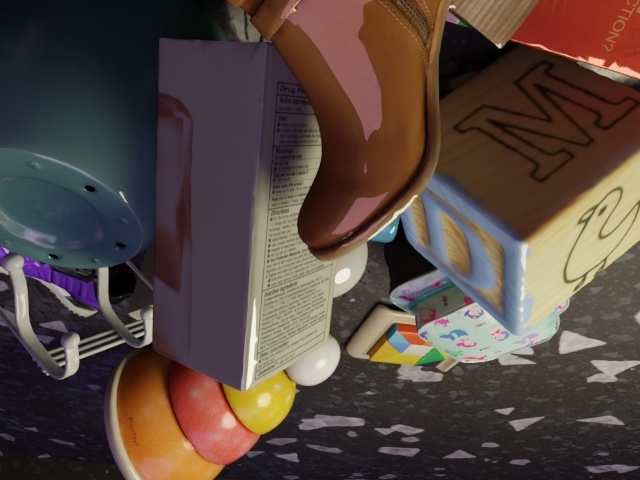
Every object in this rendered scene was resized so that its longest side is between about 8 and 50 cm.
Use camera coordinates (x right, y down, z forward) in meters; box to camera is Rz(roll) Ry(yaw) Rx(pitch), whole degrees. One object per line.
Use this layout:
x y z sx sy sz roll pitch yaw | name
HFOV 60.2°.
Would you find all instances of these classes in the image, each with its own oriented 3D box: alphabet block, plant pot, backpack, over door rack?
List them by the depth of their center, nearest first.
-0.250 -0.114 0.583 0.293 0.235 0.293 3 144 3 | plant pot
0.211 -0.055 0.585 0.197 0.193 0.192 -37 143 -9 | alphabet block
-0.327 0.024 0.714 0.324 0.239 0.108 30 110 22 | over door rack
0.244 0.069 0.826 0.225 0.191 0.253 -28 141 25 | backpack

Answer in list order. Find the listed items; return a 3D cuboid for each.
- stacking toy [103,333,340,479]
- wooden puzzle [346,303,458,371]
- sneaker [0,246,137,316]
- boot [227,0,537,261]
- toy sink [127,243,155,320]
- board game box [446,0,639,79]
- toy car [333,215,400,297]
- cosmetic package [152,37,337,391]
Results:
-0.172 0.326 1.180 0.480 0.350 0.350 -24 137 12 | stacking toy
0.196 0.216 1.149 0.239 0.044 0.221 13 144 -10 | wooden puzzle
-0.418 0.025 0.922 0.146 0.102 0.293 -13 146 18 | sneaker
-0.001 -0.134 0.375 0.220 0.109 0.283 24 115 -25 | boot
-0.176 0.094 0.934 0.131 0.152 0.234 -20 136 30 | toy sink
0.177 -0.272 0.400 0.317 0.064 0.242 12 125 -10 | board game box
0.000 0.000 0.699 0.219 0.238 0.210 8 150 -4 | toy car
-0.066 -0.032 0.535 0.129 0.296 0.153 15 -164 30 | cosmetic package
